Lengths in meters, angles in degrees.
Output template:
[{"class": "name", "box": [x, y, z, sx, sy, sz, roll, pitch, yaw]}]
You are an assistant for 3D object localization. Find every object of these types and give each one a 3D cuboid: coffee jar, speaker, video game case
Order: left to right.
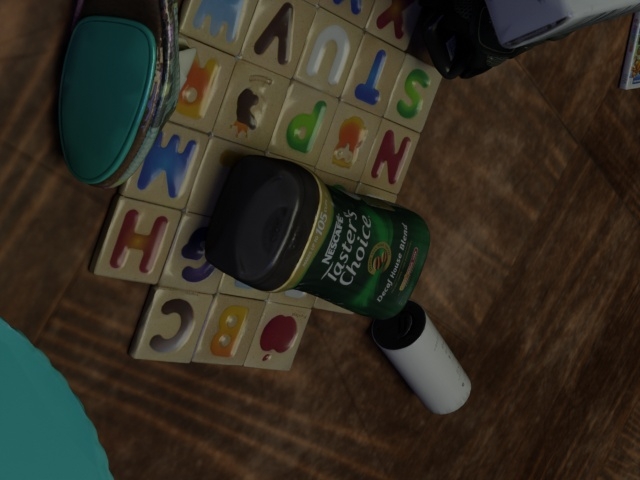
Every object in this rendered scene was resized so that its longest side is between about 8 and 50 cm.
[{"class": "coffee jar", "box": [0.000, 0.000, 0.743, 0.184, 0.079, 0.096, 17, 96, -49]}, {"class": "speaker", "box": [0.098, 0.113, 0.940, 0.055, 0.055, 0.136, -53, 138, -15]}, {"class": "video game case", "box": [0.370, -0.232, 1.094, 0.087, 0.011, 0.122, -15, 119, -43]}]

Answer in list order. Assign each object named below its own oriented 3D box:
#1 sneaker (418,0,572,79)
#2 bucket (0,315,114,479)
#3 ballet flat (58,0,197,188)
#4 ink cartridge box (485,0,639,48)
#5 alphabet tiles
[{"class": "sneaker", "box": [0.147, -0.210, 0.808, 0.087, 0.130, 0.227, 55, 31, -24]}, {"class": "bucket", "box": [-0.228, 0.142, 0.419, 0.281, 0.183, 0.281, 8, 74, -29]}, {"class": "ballet flat", "box": [-0.109, -0.141, 0.588, 0.079, 0.077, 0.221, -32, 132, -59]}, {"class": "ink cartridge box", "box": [0.192, -0.325, 0.698, 0.324, 0.071, 0.330, -23, 96, -39]}, {"class": "alphabet tiles", "box": [-0.024, -0.062, 0.756, 0.285, 0.011, 0.342, 14, 98, -50]}]
